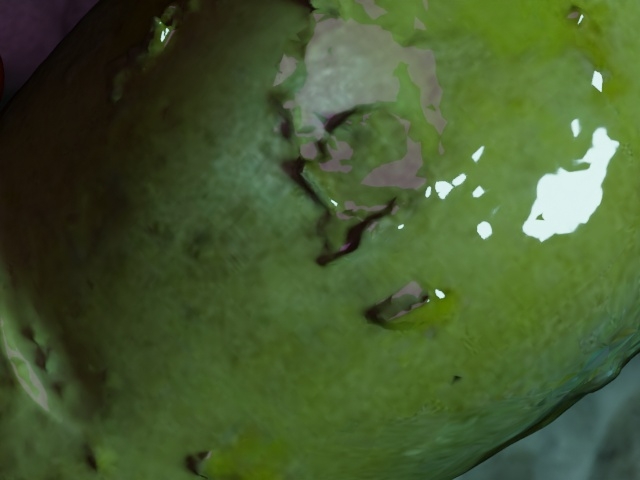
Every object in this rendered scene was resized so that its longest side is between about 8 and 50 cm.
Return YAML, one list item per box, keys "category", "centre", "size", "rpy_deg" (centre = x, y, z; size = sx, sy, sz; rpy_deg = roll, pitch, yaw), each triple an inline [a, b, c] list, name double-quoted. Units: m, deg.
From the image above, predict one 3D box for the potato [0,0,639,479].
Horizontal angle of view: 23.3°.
- category: "potato"
  centre: [-0.009, 0.001, 0.564]
  size: [0.359, 0.270, 0.219]
  rpy_deg: [-39, 75, 4]

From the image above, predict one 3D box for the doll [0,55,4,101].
- category: "doll"
  centre: [-0.322, -0.062, 0.748]
  size: [0.337, 0.105, 0.199]
  rpy_deg: [8, 74, 16]
